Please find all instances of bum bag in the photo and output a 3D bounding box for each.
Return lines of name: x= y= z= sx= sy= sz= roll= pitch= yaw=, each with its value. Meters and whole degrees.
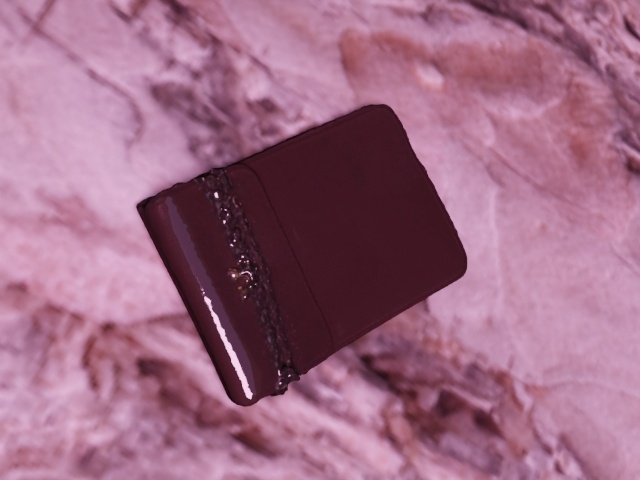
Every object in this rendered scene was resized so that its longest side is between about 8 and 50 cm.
bum bag: x=0.000 y=0.000 z=0.490 sx=0.159 sy=0.026 sz=0.109 roll=-28 pitch=90 yaw=-31
